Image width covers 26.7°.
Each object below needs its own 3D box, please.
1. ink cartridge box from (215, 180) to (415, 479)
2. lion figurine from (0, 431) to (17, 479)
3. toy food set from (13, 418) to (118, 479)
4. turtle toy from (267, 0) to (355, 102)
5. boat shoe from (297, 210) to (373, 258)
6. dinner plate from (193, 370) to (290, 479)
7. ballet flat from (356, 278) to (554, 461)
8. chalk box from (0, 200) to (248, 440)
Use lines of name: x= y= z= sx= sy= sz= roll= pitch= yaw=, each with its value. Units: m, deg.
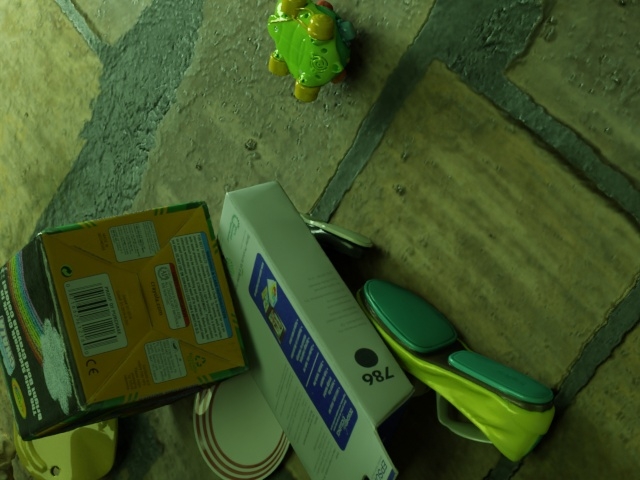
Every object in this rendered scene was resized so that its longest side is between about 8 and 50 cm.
ink cartridge box: x=-0.004 y=0.117 z=1.262 sx=0.332 sy=0.065 sz=0.165 roll=59 pitch=150 yaw=30
lion figurine: x=-0.515 y=0.221 z=1.684 sx=0.240 sy=0.142 sz=0.392 roll=-48 pitch=52 yaw=16
toy food set: x=-0.278 y=0.171 z=1.539 sx=0.128 sy=0.071 sz=0.217 roll=-4 pitch=83 yaw=16
turtle toy: x=-0.011 y=-0.205 z=1.352 sx=0.130 sy=0.066 sz=0.095 roll=48 pitch=138 yaw=36
boat shoe: x=0.001 y=0.000 z=1.326 sx=0.133 sy=0.049 sz=0.042 roll=18 pitch=92 yaw=48
dinner plate: x=-0.077 y=0.180 z=1.390 sx=0.141 sy=0.017 sz=0.141 roll=-6 pitch=80 yaw=41
ballet flat: x=0.108 y=0.119 z=1.207 sx=0.231 sy=0.077 sz=0.077 roll=34 pitch=119 yaw=37
chalk box: x=-0.226 y=0.092 z=1.384 sx=0.289 sy=0.179 sz=0.180 roll=-28 pitch=76 yaw=60
